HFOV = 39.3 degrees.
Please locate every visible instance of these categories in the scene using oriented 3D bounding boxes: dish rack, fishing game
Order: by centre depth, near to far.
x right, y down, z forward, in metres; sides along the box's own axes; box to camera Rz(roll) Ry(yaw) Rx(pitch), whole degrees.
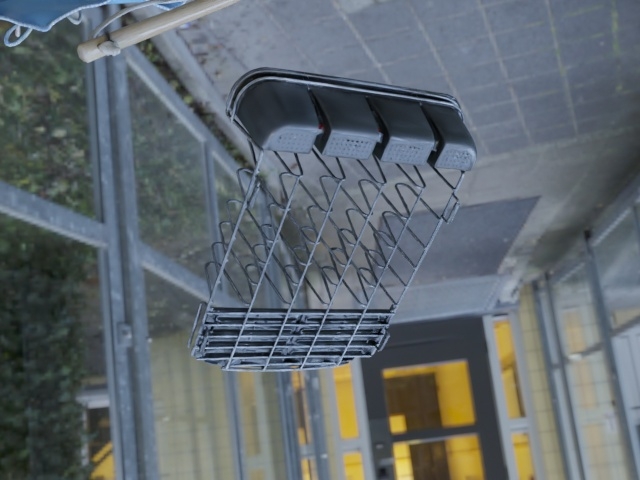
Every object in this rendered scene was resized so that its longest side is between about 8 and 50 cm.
[{"bbox_3d":[-0.115,-0.134,0.458,0.264,0.041,0.189,20,-138,39],"label":"fishing game"},{"bbox_3d":[0.000,0.000,0.754,0.208,0.074,0.271,4,127,-26],"label":"dish rack"}]
